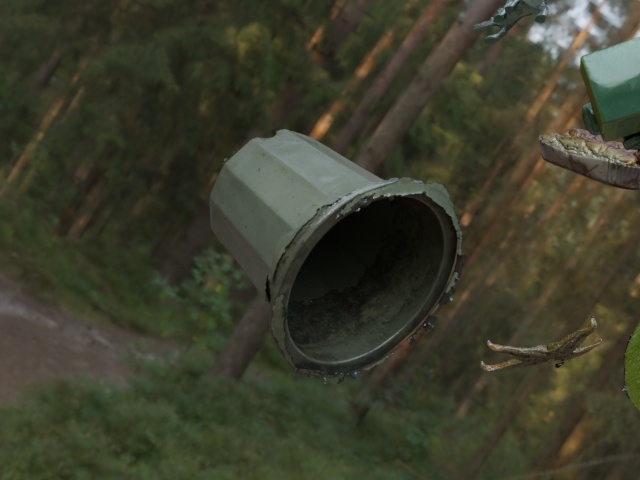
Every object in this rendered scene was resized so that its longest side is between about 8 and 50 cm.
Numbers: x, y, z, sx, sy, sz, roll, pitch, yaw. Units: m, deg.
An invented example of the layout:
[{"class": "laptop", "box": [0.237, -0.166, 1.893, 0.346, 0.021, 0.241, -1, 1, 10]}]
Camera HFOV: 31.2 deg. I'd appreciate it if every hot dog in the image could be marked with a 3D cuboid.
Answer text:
[{"class": "hot dog", "box": [0.529, -0.160, 2.178, 0.144, 0.075, 0.268, -6, 20, -35]}]

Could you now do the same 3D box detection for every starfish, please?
[{"class": "starfish", "box": [0.414, 0.211, 2.174, 0.138, 0.247, 0.050, 46, 32, -56]}]

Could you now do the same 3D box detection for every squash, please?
[{"class": "squash", "box": [0.587, 0.211, 1.842, 0.192, 0.184, 0.085, 36, -18, -6]}]

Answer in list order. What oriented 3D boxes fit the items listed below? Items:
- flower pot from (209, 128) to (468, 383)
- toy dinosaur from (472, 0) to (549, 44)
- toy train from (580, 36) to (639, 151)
[{"class": "flower pot", "box": [0.000, 0.000, 1.457, 0.290, 0.290, 0.259, 27, 9, -46]}, {"class": "toy dinosaur", "box": [0.272, -0.306, 1.440, 0.209, 0.082, 0.039, -15, -56, 49]}, {"class": "toy train", "box": [0.581, -0.253, 1.738, 0.237, 0.369, 0.150, 37, 36, -75]}]
